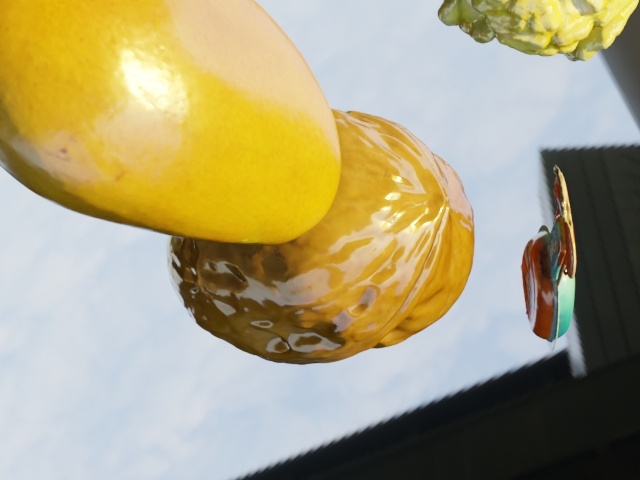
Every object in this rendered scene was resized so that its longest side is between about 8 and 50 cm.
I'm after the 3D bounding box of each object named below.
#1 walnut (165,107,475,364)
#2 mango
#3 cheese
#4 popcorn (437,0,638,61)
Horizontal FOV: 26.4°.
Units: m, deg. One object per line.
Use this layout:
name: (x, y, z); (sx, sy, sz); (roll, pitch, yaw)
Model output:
walnut: (0.000, 0.000, 1.701); (0.398, 0.354, 0.307); (-18, -106, 45)
mango: (-0.154, -0.142, 1.335); (0.232, 0.446, 0.300); (-33, -134, 36)
cheese: (0.194, 0.021, 1.145); (0.037, 0.256, 0.106); (-7, -111, 2)
popcorn: (0.127, -0.176, 0.791); (0.162, 0.136, 0.141); (-13, -118, 41)
